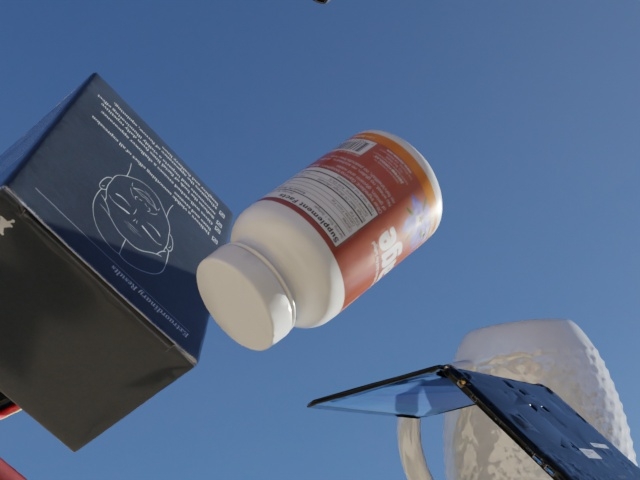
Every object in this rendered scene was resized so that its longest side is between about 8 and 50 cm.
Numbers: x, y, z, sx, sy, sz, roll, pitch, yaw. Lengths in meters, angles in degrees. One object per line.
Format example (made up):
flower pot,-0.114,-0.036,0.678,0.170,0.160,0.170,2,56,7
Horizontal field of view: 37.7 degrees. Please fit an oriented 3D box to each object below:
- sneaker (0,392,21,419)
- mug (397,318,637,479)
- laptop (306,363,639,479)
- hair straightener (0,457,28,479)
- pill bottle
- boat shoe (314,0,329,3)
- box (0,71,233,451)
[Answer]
sneaker,-0.406,0.189,1.319,0.081,0.208,0.094,51,-11,-18
mug,0.275,0.289,1.364,0.374,0.328,0.276,3,-17,-29
laptop,0.163,0.205,0.920,0.264,0.234,0.137,44,-75,35
hair straightener,-0.193,0.062,0.350,0.230,0.047,0.089,40,-27,-17
pill bottle,0.000,0.000,0.829,0.121,0.216,0.121,31,-39,29
boat shoe,-0.056,-0.343,1.057,0.206,0.065,0.075,30,-17,-24
box,-0.300,0.010,1.199,0.212,0.395,0.293,-36,-70,18
